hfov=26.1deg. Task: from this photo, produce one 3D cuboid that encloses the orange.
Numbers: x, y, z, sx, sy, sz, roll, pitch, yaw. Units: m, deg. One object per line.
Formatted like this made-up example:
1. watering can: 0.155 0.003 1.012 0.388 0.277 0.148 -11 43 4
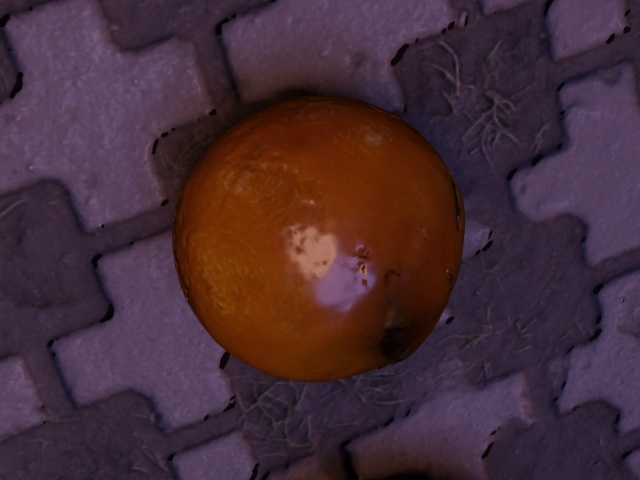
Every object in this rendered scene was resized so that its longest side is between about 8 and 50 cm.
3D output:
1. orange: 0.000 0.000 1.149 0.246 0.246 0.246 -9 119 -16
